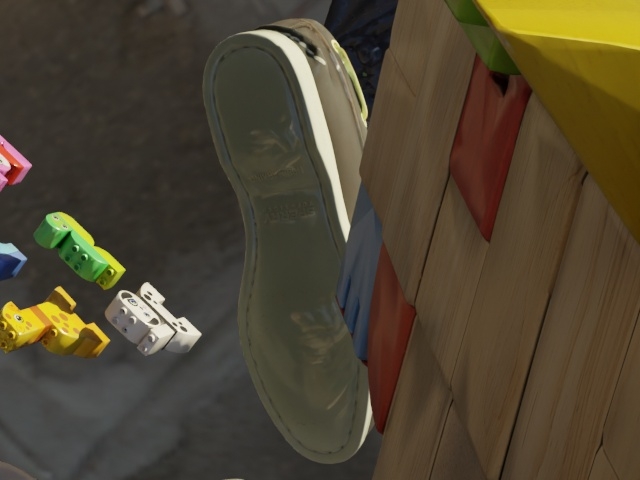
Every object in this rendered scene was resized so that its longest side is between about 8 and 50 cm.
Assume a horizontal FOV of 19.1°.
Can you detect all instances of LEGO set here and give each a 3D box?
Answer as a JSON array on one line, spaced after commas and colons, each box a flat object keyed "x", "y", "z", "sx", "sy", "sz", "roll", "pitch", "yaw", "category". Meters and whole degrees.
[{"x": -0.207, "y": 0.027, "z": 1.361, "sx": 0.227, "sy": 0.093, "sz": 0.087, "roll": 43, "pitch": 111, "yaw": 12, "category": "LEGO set"}]

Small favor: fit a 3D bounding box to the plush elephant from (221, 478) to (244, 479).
[{"x": -0.014, "y": 0.340, "z": 1.179, "sx": 0.255, "sy": 0.272, "sz": 0.330, "roll": -45, "pitch": 113, "yaw": -22, "category": "plush elephant"}]

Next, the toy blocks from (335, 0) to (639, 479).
[{"x": 0.085, "y": 0.036, "z": 0.539, "sx": 0.191, "sy": 0.381, "sz": 0.261, "roll": 6, "pitch": 117, "yaw": -14, "category": "toy blocks"}]

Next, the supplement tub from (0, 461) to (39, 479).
[{"x": -0.133, "y": 0.130, "z": 0.647, "sx": 0.107, "sy": 0.071, "sz": 0.071, "roll": -39, "pitch": 100, "yaw": -41, "category": "supplement tub"}]

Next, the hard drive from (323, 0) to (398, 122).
[{"x": 0.133, "y": -0.118, "z": 1.139, "sx": 0.255, "sy": 0.054, "sz": 0.172, "roll": 23, "pitch": 113, "yaw": 11, "category": "hard drive"}]

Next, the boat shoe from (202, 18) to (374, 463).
[{"x": 0.000, "y": 0.000, "z": 0.975, "sx": 0.069, "sy": 0.081, "sz": 0.227, "roll": -29, "pitch": 114, "yaw": -56, "category": "boat shoe"}]
